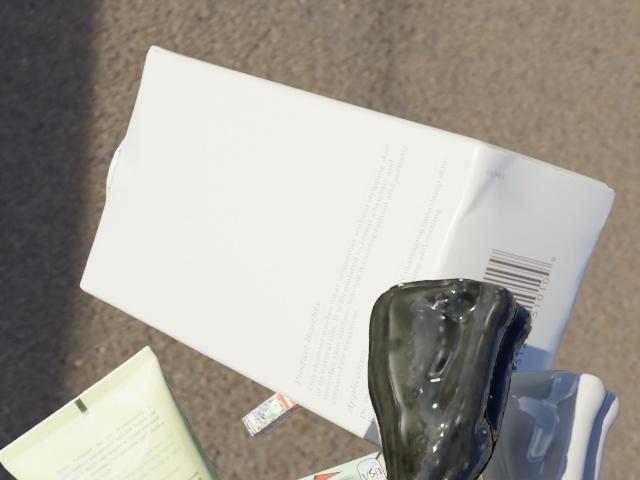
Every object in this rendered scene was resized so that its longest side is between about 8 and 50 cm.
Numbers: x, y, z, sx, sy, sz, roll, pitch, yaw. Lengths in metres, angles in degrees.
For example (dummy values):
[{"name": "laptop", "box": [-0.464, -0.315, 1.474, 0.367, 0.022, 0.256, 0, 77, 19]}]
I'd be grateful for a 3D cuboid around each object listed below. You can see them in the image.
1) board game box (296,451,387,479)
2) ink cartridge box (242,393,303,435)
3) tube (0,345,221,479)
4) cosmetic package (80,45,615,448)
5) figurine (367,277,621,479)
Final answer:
[{"name": "board game box", "box": [-0.054, 0.331, 1.271, 0.317, 0.046, 0.213, -19, 46, -9]}, {"name": "ink cartridge box", "box": [-0.041, 0.210, 1.851, 0.029, 0.115, 0.063, 57, 16, 13]}, {"name": "tube", "box": [-0.062, 0.175, 0.747, 0.240, 0.062, 0.070, 57, 36, -18]}, {"name": "cosmetic package", "box": [0.000, 0.000, 1.073, 0.156, 0.385, 0.217, 14, 97, -42]}, {"name": "figurine", "box": [0.094, 0.161, 0.831, 0.215, 0.092, 0.209, 40, 54, -45]}]
